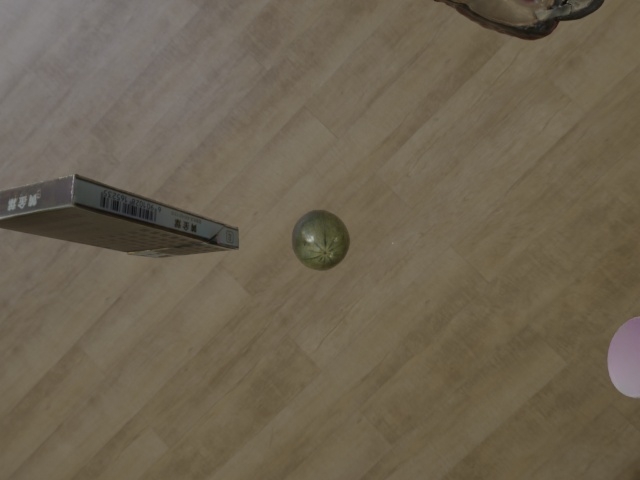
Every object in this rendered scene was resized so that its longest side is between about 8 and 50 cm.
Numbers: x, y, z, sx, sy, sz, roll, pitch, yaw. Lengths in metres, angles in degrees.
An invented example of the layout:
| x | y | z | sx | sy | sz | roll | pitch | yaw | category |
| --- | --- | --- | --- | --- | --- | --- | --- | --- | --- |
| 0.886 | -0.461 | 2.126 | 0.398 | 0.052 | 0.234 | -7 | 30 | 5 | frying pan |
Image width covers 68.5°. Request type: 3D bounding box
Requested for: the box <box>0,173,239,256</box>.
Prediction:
| x | y | z | sx | sy | sz | roll | pitch | yaw | category |
| --- | --- | --- | --- | --- | --- | --- | --- | --- | --- |
| -0.288 | -0.021 | 0.706 | 0.180 | 0.325 | 0.047 | -7 | 77 | 24 | box |

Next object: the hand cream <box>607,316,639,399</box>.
| x | y | z | sx | sy | sz | roll | pitch | yaw | category |
| --- | --- | --- | --- | --- | --- | --- | --- | --- | --- |
| 0.406 | 0.133 | 0.391 | 0.312 | 0.070 | 0.111 | 17 | 87 | -4 | hand cream |

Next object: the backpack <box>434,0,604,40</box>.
| x | y | z | sx | sy | sz | roll | pitch | yaw | category |
| --- | --- | --- | --- | --- | --- | --- | --- | --- | --- |
| 0.213 | -0.338 | 0.488 | 0.229 | 0.139 | 0.229 | 15 | 133 | 16 | backpack |

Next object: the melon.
| x | y | z | sx | sy | sz | roll | pitch | yaw | category |
| --- | --- | --- | --- | --- | --- | --- | --- | --- | --- |
| 0.000 | 0.000 | 0.774 | 0.098 | 0.130 | 0.098 | 0 | 111 | -1 | melon |
